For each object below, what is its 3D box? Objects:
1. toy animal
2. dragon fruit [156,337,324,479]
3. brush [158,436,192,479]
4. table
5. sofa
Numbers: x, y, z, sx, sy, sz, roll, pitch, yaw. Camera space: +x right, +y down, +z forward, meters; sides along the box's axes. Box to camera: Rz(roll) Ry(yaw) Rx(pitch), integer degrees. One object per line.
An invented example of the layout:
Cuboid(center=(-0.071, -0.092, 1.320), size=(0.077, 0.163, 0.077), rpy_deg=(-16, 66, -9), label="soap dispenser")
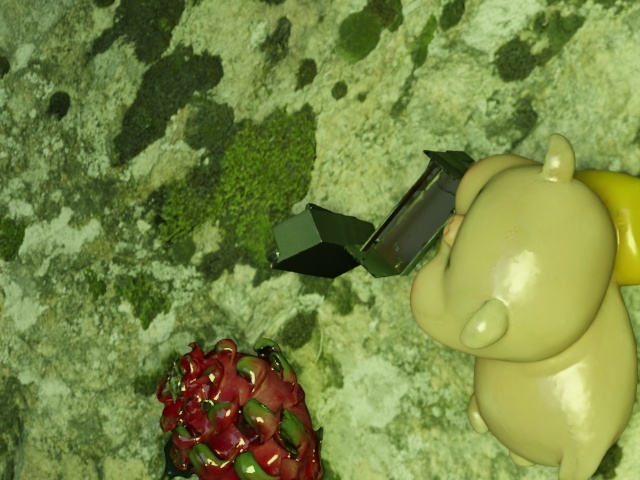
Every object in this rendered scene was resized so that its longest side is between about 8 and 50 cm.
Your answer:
Cuboid(center=(0.193, 0.061, 1.248), size=(0.277, 0.247, 0.345), rpy_deg=(13, 89, 38), label="toy animal")
Cuboid(center=(-0.091, 0.253, 1.444), size=(0.218, 0.198, 0.273), rpy_deg=(-48, 52, 49), label="dragon fruit")
Cuboid(center=(-0.201, 0.312, 1.627), size=(0.063, 0.016, 0.193), rpy_deg=(44, 106, 34), label="brush")
Cuboid(center=(0.119, -0.032, 1.376), size=(0.062, 0.175, 0.146), rpy_deg=(44, 108, 16), label="table")
Cuboid(center=(0.000, 0.000, 1.461), size=(0.085, 0.147, 0.060), rpy_deg=(-28, 69, 28), label="sofa")
